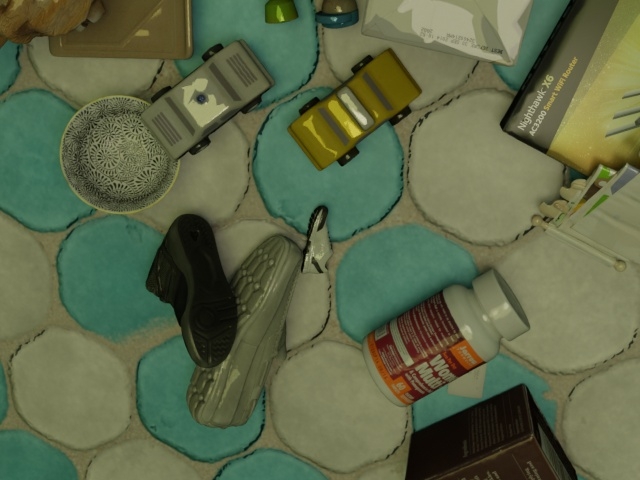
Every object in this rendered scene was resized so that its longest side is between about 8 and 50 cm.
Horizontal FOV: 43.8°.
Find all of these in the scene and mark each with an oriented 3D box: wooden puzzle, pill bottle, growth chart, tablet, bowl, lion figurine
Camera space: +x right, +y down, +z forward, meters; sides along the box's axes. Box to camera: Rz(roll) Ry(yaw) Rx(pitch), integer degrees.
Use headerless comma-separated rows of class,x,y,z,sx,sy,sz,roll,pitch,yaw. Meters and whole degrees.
wooden puzzle,-0.289,-0.374,1.137,0.238,0.044,0.221,5,106,15
pill bottle,0.179,0.139,1.144,0.221,0.121,0.121,-33,97,17
growth chart,0.399,-0.035,1.042,0.172,0.021,0.237,34,149,-6
tablet,0.224,0.200,1.212,0.054,0.006,0.083,7,105,9
bowl,-0.289,-0.123,1.170,0.170,0.080,0.170,0,92,-6
lion figurine,-0.488,-0.374,1.104,0.392,0.142,0.240,36,99,13

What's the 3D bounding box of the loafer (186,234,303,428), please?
loafer,-0.099,0.143,1.215,0.111,0.112,0.320,17,106,-33

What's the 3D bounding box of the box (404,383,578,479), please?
box,0.253,0.348,1.162,0.203,0.167,0.169,-28,99,16

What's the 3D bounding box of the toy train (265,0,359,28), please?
toy train,-0.067,-0.359,1.075,0.247,0.105,0.144,0,118,10

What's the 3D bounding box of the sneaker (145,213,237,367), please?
sneaker,-0.194,0.088,1.184,0.130,0.087,0.228,-41,62,50

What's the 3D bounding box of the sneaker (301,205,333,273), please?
sneaker,0.000,0.000,1.188,0.043,0.040,0.109,9,110,-9

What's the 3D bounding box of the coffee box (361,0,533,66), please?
coffee box,0.157,-0.297,0.939,0.168,0.297,0.119,14,111,5

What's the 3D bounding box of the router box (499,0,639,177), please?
router box,0.415,-0.224,1.027,0.242,0.081,0.309,28,108,2

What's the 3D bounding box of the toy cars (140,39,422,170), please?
toy cars,-0.056,-0.186,1.089,0.393,0.087,0.177,3,96,0
